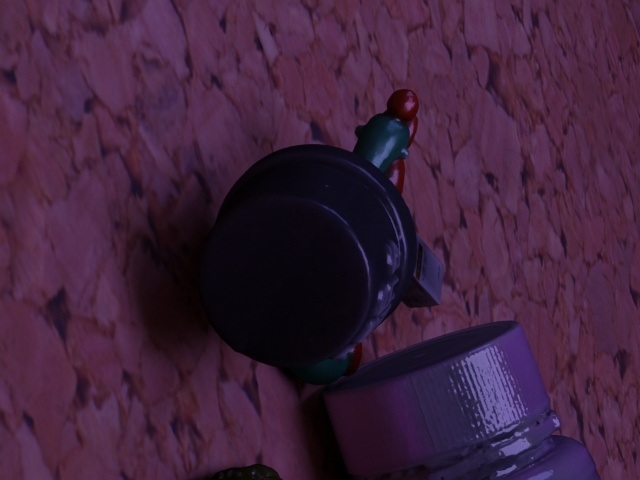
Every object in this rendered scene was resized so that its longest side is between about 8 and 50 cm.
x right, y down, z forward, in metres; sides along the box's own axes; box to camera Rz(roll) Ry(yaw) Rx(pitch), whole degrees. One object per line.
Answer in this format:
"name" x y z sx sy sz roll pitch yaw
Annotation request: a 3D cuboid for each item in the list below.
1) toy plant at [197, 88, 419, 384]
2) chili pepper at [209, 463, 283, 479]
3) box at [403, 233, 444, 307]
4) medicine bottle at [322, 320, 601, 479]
"toy plant" 0.001 0.014 1.752 0.400 0.185 0.279 -44 129 -77
"chili pepper" -0.071 0.230 1.653 0.072 0.073 0.204 66 12 9
"box" 0.071 0.000 2.050 0.218 0.040 0.055 46 44 -50
"medicine bottle" 0.150 0.263 1.888 0.256 0.256 0.324 -29 100 -63
